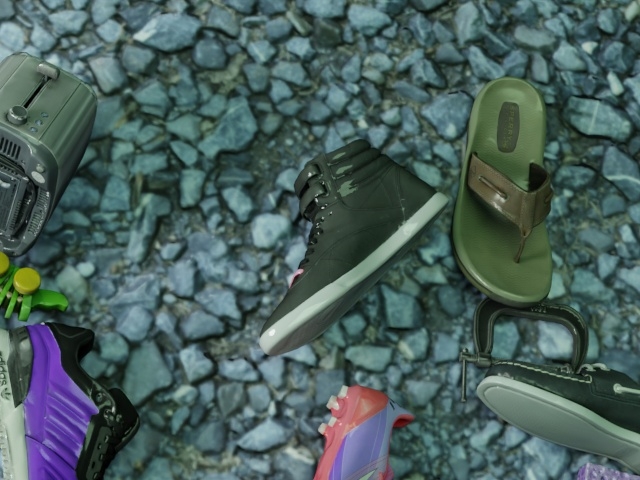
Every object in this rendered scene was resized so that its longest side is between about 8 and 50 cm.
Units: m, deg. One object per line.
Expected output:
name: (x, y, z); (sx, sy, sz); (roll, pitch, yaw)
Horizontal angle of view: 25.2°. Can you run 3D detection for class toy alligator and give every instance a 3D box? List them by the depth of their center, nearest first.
toy alligator: (-0.360, 0.041, 1.521); (0.189, 0.056, 0.051); (28, 53, -6)

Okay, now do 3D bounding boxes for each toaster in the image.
toaster: (-0.321, -0.090, 1.521); (0.129, 0.227, 0.146); (26, 48, -2)

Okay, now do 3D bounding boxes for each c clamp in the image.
c clamp: (0.233, 0.127, 1.644); (0.160, 0.022, 0.137); (4, 63, -9)

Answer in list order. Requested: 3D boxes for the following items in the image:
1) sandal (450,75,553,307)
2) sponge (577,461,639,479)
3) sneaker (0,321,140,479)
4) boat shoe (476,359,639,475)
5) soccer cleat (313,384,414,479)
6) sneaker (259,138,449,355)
sandal: (0.219, -0.067, 1.680); (0.120, 0.086, 0.303); (6, 67, -10)
sponge: (0.323, 0.358, 1.562); (0.117, 0.031, 0.210); (17, 66, -5)
sneaker: (-0.251, 0.214, 1.458); (0.146, 0.102, 0.293); (-8, 70, -16)
boat shoe: (0.317, 0.188, 1.592); (0.302, 0.114, 0.091); (25, 66, -14)
soccer cleat: (0.026, 0.270, 1.510); (0.095, 0.083, 0.248); (23, 63, -7)
sneaker: (0.000, 0.000, 1.604); (0.147, 0.104, 0.296); (43, 60, 9)
